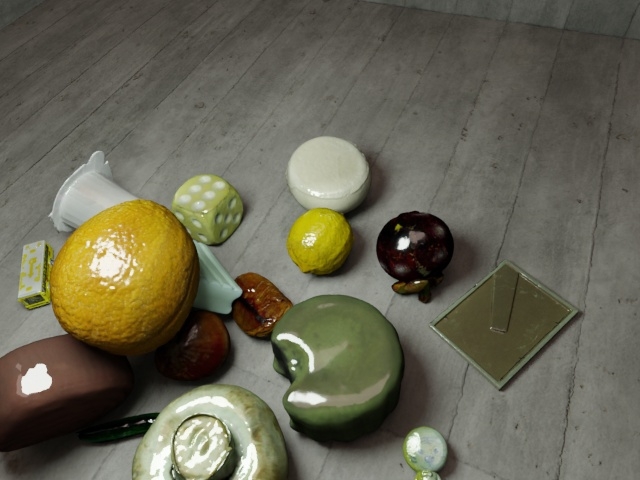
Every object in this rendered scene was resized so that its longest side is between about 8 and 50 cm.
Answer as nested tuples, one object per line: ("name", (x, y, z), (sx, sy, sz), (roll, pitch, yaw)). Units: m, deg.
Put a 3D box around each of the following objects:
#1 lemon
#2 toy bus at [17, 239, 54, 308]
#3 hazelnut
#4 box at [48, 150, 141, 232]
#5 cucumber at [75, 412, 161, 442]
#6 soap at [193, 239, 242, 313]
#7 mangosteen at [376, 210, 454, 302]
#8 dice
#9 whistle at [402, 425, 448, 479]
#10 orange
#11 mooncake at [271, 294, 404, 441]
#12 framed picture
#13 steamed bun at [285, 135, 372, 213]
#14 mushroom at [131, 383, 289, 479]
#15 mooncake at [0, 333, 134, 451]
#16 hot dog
("lemon", (0.000, 0.000, 1.466), (0.192, 0.192, 0.231), (24, 65, 22))
("toy bus", (-0.890, 0.104, 1.544), (0.081, 0.074, 0.226), (-15, 51, -7))
("hazelnut", (-0.340, 0.284, 1.286), (0.204, 0.178, 0.178), (-25, 52, 7))
("box", (-0.680, -0.113, 1.587), (0.206, 0.262, 0.291), (29, 101, 7))
("cucumber", (-0.465, 0.468, 1.233), (0.284, 0.056, 0.056), (-7, 52, -4))
("soap", (-0.355, 0.089, 1.399), (0.265, 0.159, 0.088), (41, 102, 42))
("mangosteen", (0.276, 0.048, 1.405), (0.228, 0.228, 0.265), (-11, 89, -3))
("dice", (-0.365, -0.102, 1.593), (0.166, 0.169, 0.169), (22, 57, 21))
("whistle", (0.245, 0.530, 1.119), (0.104, 0.057, 0.198), (-8, 58, 13))
("orange", (-0.441, 0.080, 1.145), (0.322, 0.322, 0.357), (9, 64, 12))
("mooncake", (0.041, 0.310, 1.224), (0.351, 0.187, 0.351), (-5, 50, 6))
("framed picture", (0.503, 0.218, 1.353), (0.335, 0.022, 0.247), (-35, 56, -20))
("steamed bun", (0.030, -0.198, 1.625), (0.283, 0.177, 0.283), (-1, 59, 2))
("mushroom", (-0.236, 0.488, 1.062), (0.352, 0.260, 0.352), (1, 54, -1))
("mooncake", (-0.628, 0.365, 1.159), (0.334, 0.326, 0.174), (-35, 68, -8))
("hot dog", (-0.174, 0.183, 1.394), (0.160, 0.099, 0.227), (-31, 50, -17))
